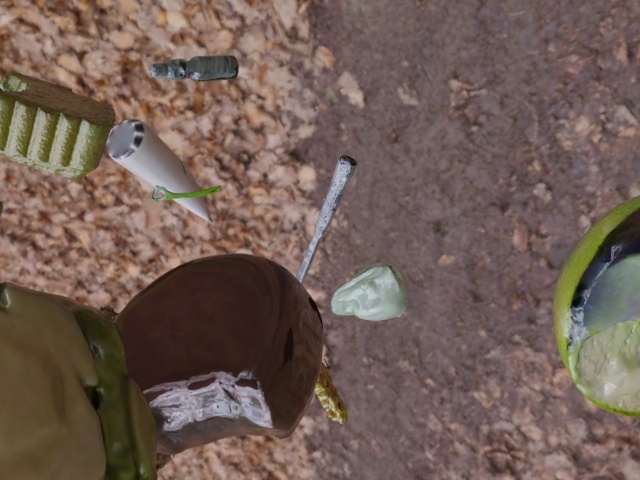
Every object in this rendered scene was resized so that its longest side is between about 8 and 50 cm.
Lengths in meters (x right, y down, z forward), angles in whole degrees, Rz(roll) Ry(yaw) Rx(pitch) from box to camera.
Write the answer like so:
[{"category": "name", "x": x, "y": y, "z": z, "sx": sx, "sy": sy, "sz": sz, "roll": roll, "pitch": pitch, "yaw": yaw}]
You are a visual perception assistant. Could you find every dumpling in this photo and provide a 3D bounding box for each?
[{"category": "dumpling", "x": 0.108, "y": 0.115, "z": 1.572, "sx": 0.108, "sy": 0.153, "sz": 0.219, "roll": 45, "pitch": 172, "yaw": 30}]

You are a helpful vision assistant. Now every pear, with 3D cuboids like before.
[{"category": "pear", "x": 0.513, "y": 0.073, "z": 1.235, "sx": 0.165, "sy": 0.399, "sz": 0.398, "roll": -125, "pitch": 20, "yaw": -60}]

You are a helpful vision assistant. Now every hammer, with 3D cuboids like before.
[{"category": "hammer", "x": -0.001, "y": 0.000, "z": 1.829, "sx": 0.152, "sy": 0.044, "sz": 0.426, "roll": 35, "pitch": 120, "yaw": 18}]

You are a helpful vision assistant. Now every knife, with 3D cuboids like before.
[{"category": "knife", "x": -0.314, "y": -0.111, "z": 1.913, "sx": 0.078, "sy": 0.166, "sz": 0.022, "roll": 136, "pitch": 126, "yaw": -63}]

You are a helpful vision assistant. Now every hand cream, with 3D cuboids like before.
[{"category": "hand cream", "x": -0.401, "y": -0.182, "z": 2.105, "sx": 0.359, "sy": 0.118, "sz": 0.185, "roll": 41, "pitch": -166, "yaw": -54}]

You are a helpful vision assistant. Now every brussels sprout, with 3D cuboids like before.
[{"category": "brussels sprout", "x": -0.377, "y": 0.171, "z": 0.744, "sx": 0.361, "sy": 0.342, "sz": 0.425, "roll": -16, "pitch": 113, "yaw": 28}]

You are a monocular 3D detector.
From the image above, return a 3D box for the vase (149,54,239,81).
[{"category": "vase", "x": -0.295, "y": -0.397, "z": 1.880, "sx": 0.060, "sy": 0.211, "sz": 0.059, "roll": 26, "pitch": 121, "yaw": 55}]

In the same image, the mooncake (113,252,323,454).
[{"category": "mooncake", "x": -0.146, "y": 0.175, "z": 1.180, "sx": 0.334, "sy": 0.326, "sz": 0.174, "roll": 47, "pitch": 172, "yaw": 44}]

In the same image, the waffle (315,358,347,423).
[{"category": "waffle", "x": -0.012, "y": 0.321, "z": 1.955, "sx": 0.262, "sy": 0.060, "sz": 0.280, "roll": 62, "pitch": 180, "yaw": 3}]

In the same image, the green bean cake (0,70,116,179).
[{"category": "green bean cake", "x": -0.509, "y": -0.214, "z": 1.507, "sx": 0.236, "sy": 0.233, "sz": 0.124, "roll": -118, "pitch": 48, "yaw": -68}]

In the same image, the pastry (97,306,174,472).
[{"category": "pastry", "x": -0.447, "y": 0.369, "z": 1.800, "sx": 0.292, "sy": 0.405, "sz": 0.337, "roll": 0, "pitch": 156, "yaw": 34}]
